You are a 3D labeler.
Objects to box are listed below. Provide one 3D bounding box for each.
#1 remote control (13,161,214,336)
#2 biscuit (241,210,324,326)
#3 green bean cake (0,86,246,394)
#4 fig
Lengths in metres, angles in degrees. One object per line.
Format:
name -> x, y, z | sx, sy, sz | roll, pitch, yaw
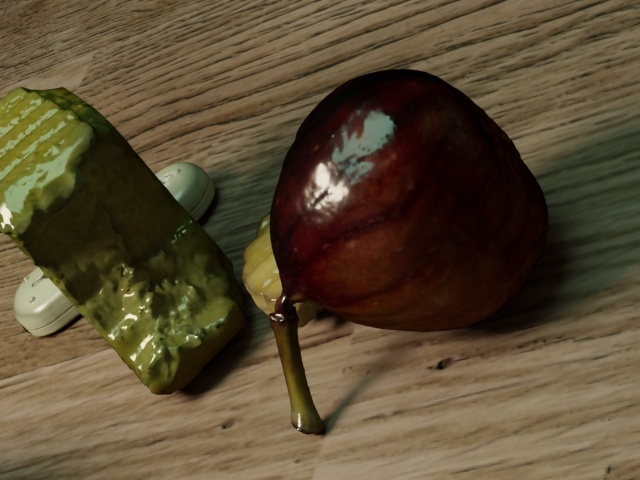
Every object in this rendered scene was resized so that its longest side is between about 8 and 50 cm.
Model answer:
remote control -> -0.192, 0.005, 1.787 | 0.221, 0.042, 0.078 | -37, 32, 5
biscuit -> 0.000, 0.000, 1.577 | 0.118, 0.061, 0.183 | -9, 41, 43
green bean cake -> -0.181, -0.008, 1.607 | 0.124, 0.236, 0.233 | -43, 30, -6
fig -> 0.030, -0.009, 1.419 | 0.249, 0.204, 0.186 | -31, 50, 18
